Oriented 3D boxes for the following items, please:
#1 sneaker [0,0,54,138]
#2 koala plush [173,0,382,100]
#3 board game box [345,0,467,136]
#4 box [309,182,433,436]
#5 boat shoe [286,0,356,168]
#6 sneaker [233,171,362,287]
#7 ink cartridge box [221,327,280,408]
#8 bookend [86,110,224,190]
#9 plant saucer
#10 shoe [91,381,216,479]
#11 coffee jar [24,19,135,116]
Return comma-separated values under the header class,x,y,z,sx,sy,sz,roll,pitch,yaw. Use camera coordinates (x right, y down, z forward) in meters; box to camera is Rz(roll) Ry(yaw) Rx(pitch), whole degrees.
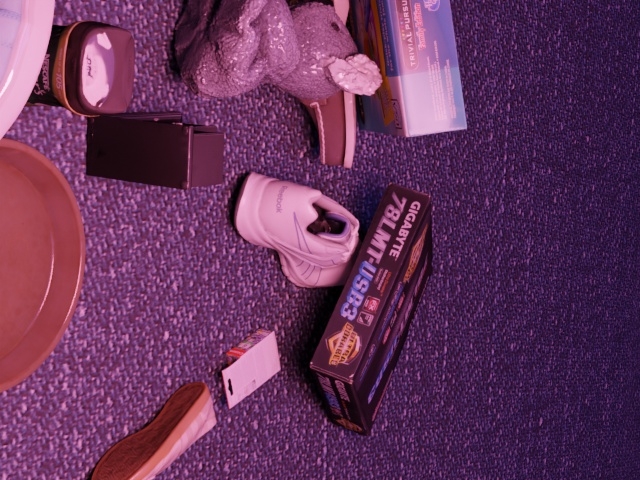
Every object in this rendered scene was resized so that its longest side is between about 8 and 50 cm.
class,x,y,z,sx,sy,sz,roll,pitch,yaw
sneaker,-0.379,-0.134,1.244,0.150,0.135,0.366,36,79,-52
koala plush,-0.045,-0.239,1.654,0.221,0.196,0.203,22,87,-35
board game box,0.094,-0.266,1.734,0.336,0.079,0.253,-145,-134,-80
box,0.083,0.107,1.961,0.293,0.073,0.295,73,38,-66
boat shoe,-0.007,-0.248,1.819,0.116,0.097,0.324,-103,-173,-64
sneaker,0.000,0.000,1.853,0.297,0.129,0.111,32,68,-57
ink cartridge box,-0.102,0.172,1.837,0.115,0.029,0.063,-35,125,-45
bookend,-0.162,-0.107,1.577,0.156,0.157,0.072,-10,106,-53
plant saucer,-0.359,0.028,1.429,0.278,0.041,0.278,-17,110,-53
shoe,-0.199,0.259,1.678,0.219,0.076,0.058,-44,126,-44
coffee jar,-0.272,-0.178,1.379,0.079,0.184,0.096,-5,101,-54
